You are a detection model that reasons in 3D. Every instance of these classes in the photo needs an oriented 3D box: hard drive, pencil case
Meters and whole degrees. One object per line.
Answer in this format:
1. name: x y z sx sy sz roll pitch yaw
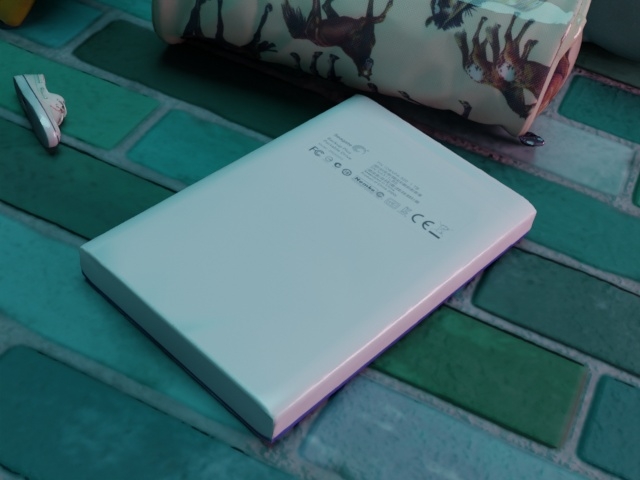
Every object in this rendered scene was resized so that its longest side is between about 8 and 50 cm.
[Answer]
1. hard drive: 0.000 0.000 0.767 0.210 0.040 0.319 37 50 25
2. pencil case: 0.041 -0.219 0.913 0.411 0.183 0.159 17 73 7

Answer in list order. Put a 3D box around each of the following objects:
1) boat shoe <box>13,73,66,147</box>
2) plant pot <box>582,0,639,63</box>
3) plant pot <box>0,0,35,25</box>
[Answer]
1. boat shoe: -0.246 -0.120 0.848 0.035 0.035 0.100 -18 45 -22
2. plant pot: 0.353 -0.312 1.005 0.196 0.293 0.293 -6 40 23
3. plant pot: -0.312 -0.386 0.932 0.212 0.187 0.212 36 39 -22
